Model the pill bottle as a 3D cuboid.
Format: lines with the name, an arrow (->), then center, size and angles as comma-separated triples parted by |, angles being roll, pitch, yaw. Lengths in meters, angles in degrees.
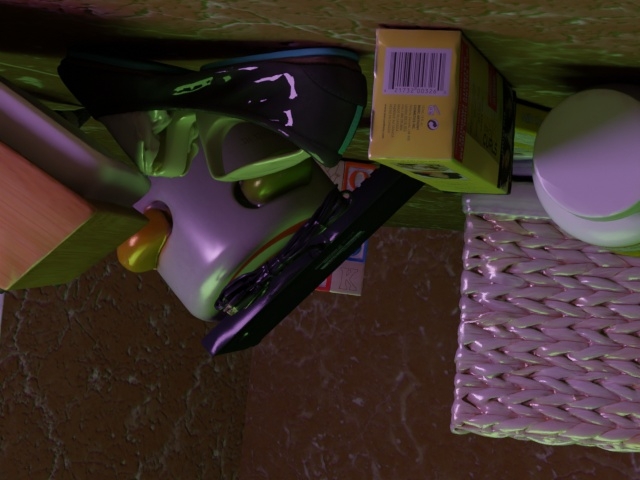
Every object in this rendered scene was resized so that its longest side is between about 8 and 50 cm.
pill bottle -> 0.220, -0.051, 1.047 | 0.117, 0.118, 0.208 | 5, 179, 22

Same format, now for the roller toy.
roller toy -> -0.088, -0.026, 1.438 | 0.146, 0.209, 0.191 | 50, -171, 18

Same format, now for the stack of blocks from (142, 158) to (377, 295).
stack of blocks -> -0.087, -0.031, 1.857 | 0.297, 0.171, 0.087 | 7, 178, -8

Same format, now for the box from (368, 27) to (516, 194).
box -> 0.089, -0.083, 0.990 | 0.058, 0.087, 0.232 | 3, 176, 17

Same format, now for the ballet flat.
ballet flat -> -0.093, -0.093, 1.062 | 0.280, 0.096, 0.095 | 5, 180, 37

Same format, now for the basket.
basket -> 0.315, 0.081, 1.545 | 0.331, 0.267, 0.328 | 4, 178, 10

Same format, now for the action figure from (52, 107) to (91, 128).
action figure -> -0.393, -0.115, 1.439 | 0.341, 0.178, 0.330 | 39, -172, 27

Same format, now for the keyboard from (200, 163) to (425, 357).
keyboard -> 0.000, 0.000, 1.384 | 0.033, 0.317, 0.201 | 48, -167, 12

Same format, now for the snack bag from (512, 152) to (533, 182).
snack bag -> 0.355, -0.064, 1.509 | 0.342, 0.037, 0.323 | 6, 179, 24

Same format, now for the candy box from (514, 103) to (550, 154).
candy box -> 0.163, -0.096, 1.231 | 0.105, 0.027, 0.206 | 1, 176, 41

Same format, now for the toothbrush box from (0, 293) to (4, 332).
toothbrush box -> -0.483, -0.015, 1.721 | 0.216, 0.296, 0.126 | 7, 178, -17

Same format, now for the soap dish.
soap dish -> -0.249, -0.061, 1.052 | 0.229, 0.118, 0.291 | 35, 180, 0
